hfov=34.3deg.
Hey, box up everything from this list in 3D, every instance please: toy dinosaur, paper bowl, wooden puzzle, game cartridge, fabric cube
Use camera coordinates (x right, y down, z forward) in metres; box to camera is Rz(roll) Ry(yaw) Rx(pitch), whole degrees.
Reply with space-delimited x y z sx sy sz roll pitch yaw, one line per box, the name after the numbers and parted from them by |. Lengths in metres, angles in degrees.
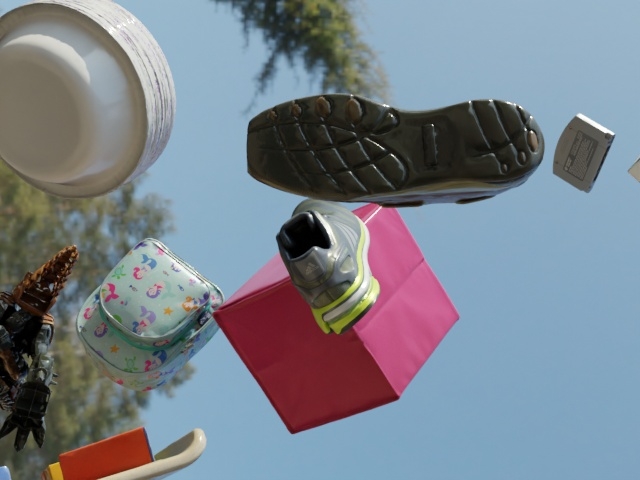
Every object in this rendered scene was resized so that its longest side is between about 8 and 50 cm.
-0.410 0.131 1.328 0.218 0.164 0.322 -95 -161 -59 | toy dinosaur
-0.358 -0.194 1.445 0.284 0.148 0.284 9 -66 19 | paper bowl
-0.332 0.300 1.225 0.081 0.347 0.322 67 -26 10 | wooden puzzle
0.290 -0.099 1.153 0.056 0.017 0.083 34 -44 22 | game cartridge
0.029 0.125 1.733 0.254 0.258 0.259 -24 -78 39 | fabric cube

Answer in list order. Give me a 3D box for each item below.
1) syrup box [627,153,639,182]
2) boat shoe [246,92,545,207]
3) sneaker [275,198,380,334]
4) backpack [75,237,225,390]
0.480 -0.133 1.290 0.096 0.237 0.093 42 -45 7 | syrup box
0.080 -0.085 1.153 0.120 0.323 0.123 87 6 -73 | boat shoe
0.000 0.000 1.376 0.111 0.121 0.300 -35 -155 6 | sneaker
-0.323 0.143 1.933 0.225 0.253 0.191 38 -19 14 | backpack
